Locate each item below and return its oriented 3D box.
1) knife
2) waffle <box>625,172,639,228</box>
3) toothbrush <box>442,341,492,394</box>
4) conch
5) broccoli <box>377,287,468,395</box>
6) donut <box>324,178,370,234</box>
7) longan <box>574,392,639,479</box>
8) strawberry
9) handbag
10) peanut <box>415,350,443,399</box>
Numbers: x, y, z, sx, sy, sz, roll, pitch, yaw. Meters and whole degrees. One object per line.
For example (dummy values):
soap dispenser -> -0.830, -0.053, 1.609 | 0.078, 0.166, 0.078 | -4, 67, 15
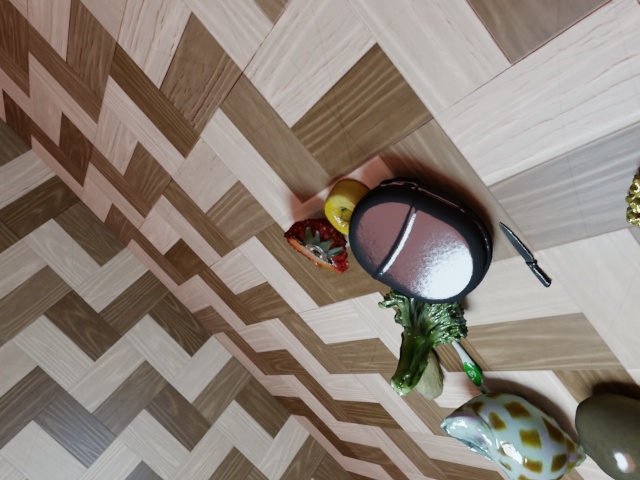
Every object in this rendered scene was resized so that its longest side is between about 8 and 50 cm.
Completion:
knife -> 0.408, 0.030, 0.896 | 0.170, 0.010, 0.023 | 49, 147, -7
waffle -> 0.537, -0.052, 0.642 | 0.191, 0.038, 0.191 | 27, 144, 22
toothbrush -> 0.428, 0.369, 1.247 | 0.042, 0.040, 0.418 | -17, 120, 46
conch -> 0.512, 0.523, 1.180 | 0.368, 0.197, 0.249 | 39, 151, 1
broccoli -> 0.218, 0.200, 1.050 | 0.199, 0.274, 0.177 | 53, 149, 2
donut -> 0.072, -0.072, 1.087 | 0.151, 0.058, 0.152 | 28, 147, 21
longan -> 0.639, 0.412, 0.951 | 0.189, 0.189, 0.189 | 27, 144, 22
strawberry -> 0.000, 0.000, 1.216 | 0.190, 0.111, 0.236 | 34, 171, -7
handbag -> 0.204, 0.005, 0.950 | 0.307, 0.093, 0.254 | 28, 129, 12
peanut -> 0.307, 0.386, 1.337 | 0.098, 0.090, 0.215 | 20, 139, 46
